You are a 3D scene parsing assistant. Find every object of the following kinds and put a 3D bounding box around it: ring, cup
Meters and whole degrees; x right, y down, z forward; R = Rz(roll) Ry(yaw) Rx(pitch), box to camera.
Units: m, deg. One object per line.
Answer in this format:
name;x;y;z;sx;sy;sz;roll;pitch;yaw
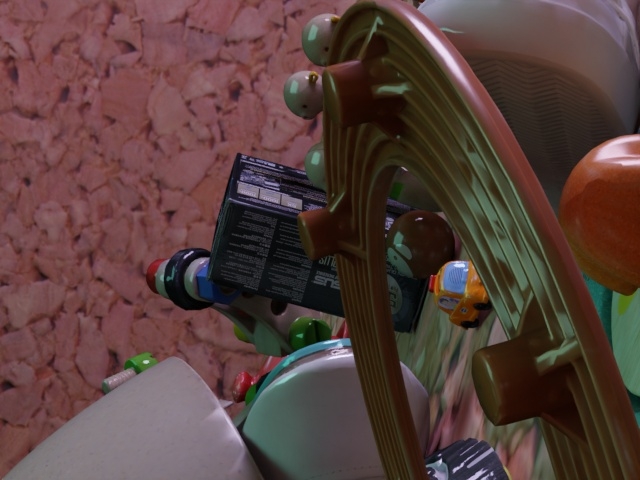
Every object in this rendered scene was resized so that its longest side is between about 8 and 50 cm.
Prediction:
ring;0.045;0.081;0.519;0.336;0.032;0.337;166;90;-80
cup;-0.151;0.278;1.044;0.331;0.237;0.331;56;159;36

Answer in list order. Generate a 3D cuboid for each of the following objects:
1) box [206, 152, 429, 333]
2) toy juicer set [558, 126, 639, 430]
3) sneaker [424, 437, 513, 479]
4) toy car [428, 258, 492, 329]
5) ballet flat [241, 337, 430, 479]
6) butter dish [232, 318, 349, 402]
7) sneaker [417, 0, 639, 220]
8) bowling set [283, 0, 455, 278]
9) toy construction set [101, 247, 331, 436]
box;0.000;0.000;1.272;0.147;0.180;0.077;-94;19;-71
toy juicer set;0.128;-0.039;0.454;0.329;0.089;0.209;-95;19;-76
sneaker;0.056;0.181;0.836;0.081;0.094;0.208;-26;-10;-35
toy car;0.099;-0.004;0.970;0.060;0.040;0.122;131;152;-79
ballet flat;0.010;0.207;1.060;0.400;0.139;0.139;104;177;-60
butter dish;-0.037;0.171;1.595;0.160;0.118;0.160;110;172;-57
sneaker;0.098;-0.111;0.634;0.292;0.108;0.169;37;-113;-78
bowling set;0.046;-0.083;1.132;0.287;0.154;0.200;113;169;-66
toy construction set;-0.049;0.115;1.452;0.309;0.237;0.257;-34;82;50
